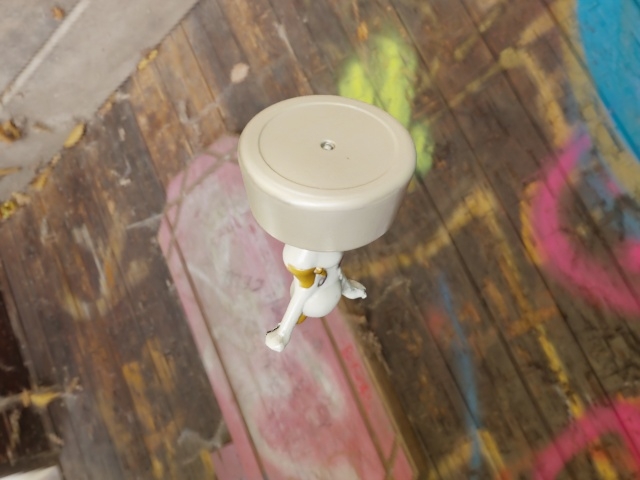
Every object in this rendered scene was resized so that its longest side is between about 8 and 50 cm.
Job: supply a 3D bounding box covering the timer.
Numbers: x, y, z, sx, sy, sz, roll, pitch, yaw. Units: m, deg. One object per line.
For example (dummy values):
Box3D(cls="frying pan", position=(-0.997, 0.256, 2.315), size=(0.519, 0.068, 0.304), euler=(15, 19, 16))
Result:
Box3D(cls="timer", position=(0.000, 0.000, 0.928), size=(0.175, 0.175, 0.266), euler=(-17, 138, -21))
